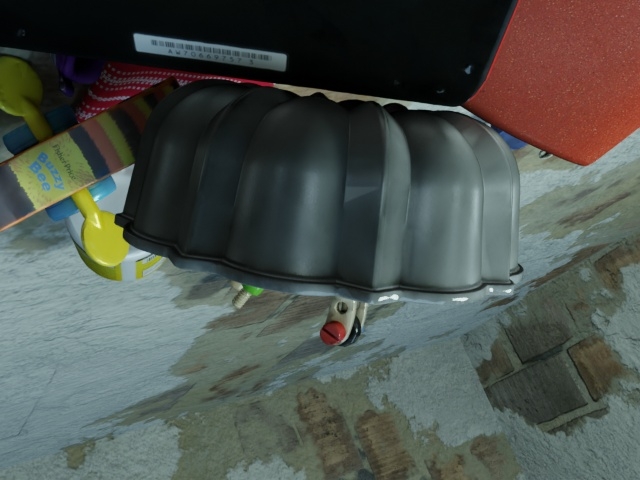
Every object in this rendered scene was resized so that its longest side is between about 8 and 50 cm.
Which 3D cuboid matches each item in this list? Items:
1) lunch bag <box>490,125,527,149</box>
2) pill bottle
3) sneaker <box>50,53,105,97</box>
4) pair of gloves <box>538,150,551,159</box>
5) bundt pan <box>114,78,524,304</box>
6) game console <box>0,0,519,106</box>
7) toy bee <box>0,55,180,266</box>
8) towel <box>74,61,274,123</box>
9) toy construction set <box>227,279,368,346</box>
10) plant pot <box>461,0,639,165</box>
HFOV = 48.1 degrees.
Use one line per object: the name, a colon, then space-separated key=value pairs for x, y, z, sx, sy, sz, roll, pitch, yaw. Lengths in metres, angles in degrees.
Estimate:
lunch bag: x=0.309 y=-0.195 z=1.105 sx=0.067 sy=0.065 sz=0.098 roll=17 pitch=140 yaw=-39
pill bottle: x=-0.234 y=-0.015 z=0.854 sx=0.119 sy=0.119 sz=0.208 roll=-17 pitch=172 yaw=-17
sneaker: x=-0.124 y=-0.199 z=0.545 sx=0.224 sy=0.098 sz=0.083 roll=-31 pitch=160 yaw=23
pair of gloves: x=0.273 y=-0.203 z=0.684 sx=0.042 sy=0.204 sz=0.240 roll=24 pitch=149 yaw=-11
bundt pan: x=0.008 y=-0.056 z=0.580 sx=0.331 sy=0.124 sz=0.331 roll=7 pitch=-167 yaw=-2
game console: x=-0.059 y=-0.212 z=0.374 sx=0.387 sy=0.060 sz=0.342 roll=8 pitch=153 yaw=-2
toy bee: x=-0.256 y=-0.045 z=0.655 sx=0.298 sy=0.195 sz=0.162 roll=-44 pitch=-169 yaw=20
towel: x=-0.141 y=-0.155 z=0.754 sx=0.199 sy=0.031 sz=0.275 roll=-2 pitch=153 yaw=-44
toy construction set: x=0.000 y=0.000 z=1.118 sx=0.309 sy=0.257 sz=0.237 roll=17 pitch=121 yaw=-47
plant pot: x=0.166 y=-0.247 z=0.540 sx=0.236 sy=0.267 sz=0.267 roll=5 pitch=150 yaw=-28
